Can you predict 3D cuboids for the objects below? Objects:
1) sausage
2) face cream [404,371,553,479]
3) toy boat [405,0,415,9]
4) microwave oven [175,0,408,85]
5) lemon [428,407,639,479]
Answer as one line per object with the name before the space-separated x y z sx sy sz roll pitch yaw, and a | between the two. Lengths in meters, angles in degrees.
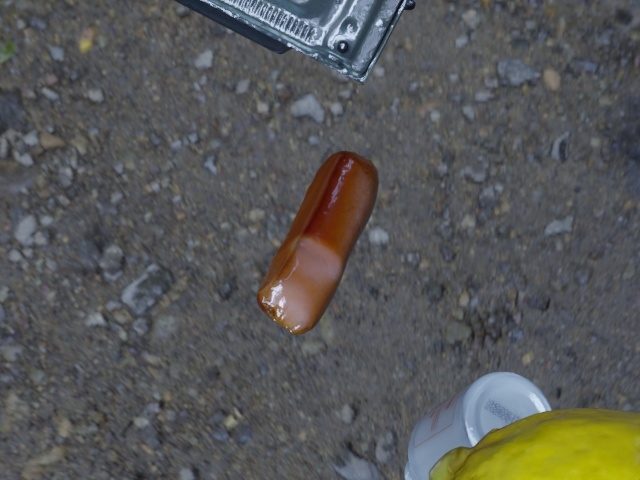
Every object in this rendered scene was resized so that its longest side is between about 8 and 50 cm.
sausage | 0.000 0.000 1.463 0.083 0.089 0.300 -18 35 45
face cream | 0.145 0.215 1.159 0.101 0.251 0.101 6 67 -15
toy boat | 0.069 -0.326 1.212 0.141 0.140 0.269 18 57 13
microwave oven | -0.022 -0.236 0.900 0.205 0.129 0.163 26 103 -3
lemon | 0.170 0.211 0.581 0.236 0.236 0.263 -44 56 -11
